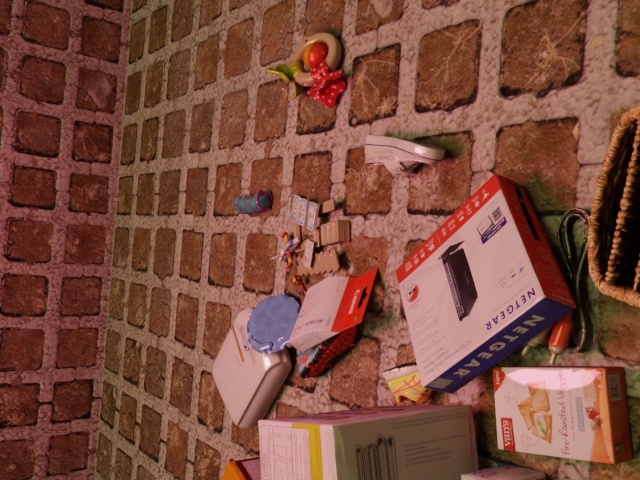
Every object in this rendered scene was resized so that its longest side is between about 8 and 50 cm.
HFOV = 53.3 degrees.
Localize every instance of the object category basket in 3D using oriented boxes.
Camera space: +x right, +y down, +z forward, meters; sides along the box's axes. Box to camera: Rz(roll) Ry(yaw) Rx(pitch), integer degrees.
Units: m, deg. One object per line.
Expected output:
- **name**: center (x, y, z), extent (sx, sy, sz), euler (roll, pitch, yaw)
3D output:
- **basket**: center (0.500, -0.056, 0.965), extent (0.214, 0.223, 0.299), euler (18, 101, 52)

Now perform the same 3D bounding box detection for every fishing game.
- **fishing game**: center (-0.129, 0.241, 1.826), extent (0.264, 0.041, 0.189), euler (-36, 49, 4)

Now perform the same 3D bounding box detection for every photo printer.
- **photo printer**: center (-0.209, 0.375, 1.939), extent (0.256, 0.107, 0.307), euler (55, 128, 40)

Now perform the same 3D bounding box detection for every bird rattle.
- **bird rattle**: center (-0.021, -0.492, 1.786), extent (0.254, 0.143, 0.206), euler (15, 82, 49)

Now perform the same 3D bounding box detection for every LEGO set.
- **LEGO set**: center (-0.076, -0.002, 1.825), extent (0.182, 0.060, 0.244), euler (29, 113, 62)

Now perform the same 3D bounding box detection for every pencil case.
- **pencil case**: center (-0.218, -0.122, 2.044), extent (0.152, 0.065, 0.070), euler (-4, 108, 52)

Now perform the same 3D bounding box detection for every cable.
- **cable**: center (0.441, 0.086, 1.146), extent (0.139, 0.072, 0.287), euler (30, 110, 53)

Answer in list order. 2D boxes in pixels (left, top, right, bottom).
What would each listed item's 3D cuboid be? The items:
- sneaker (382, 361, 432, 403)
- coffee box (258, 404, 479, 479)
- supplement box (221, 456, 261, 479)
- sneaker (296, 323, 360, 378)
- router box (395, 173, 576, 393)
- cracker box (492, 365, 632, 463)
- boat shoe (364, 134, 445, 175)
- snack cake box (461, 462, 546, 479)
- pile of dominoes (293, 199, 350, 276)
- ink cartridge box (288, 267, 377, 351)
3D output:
- **sneaker**: center (0.229, 0.312, 1.408), extent (0.208, 0.082, 0.094), euler (-29, 74, 52)
- **coffee box**: center (0.095, 0.524, 1.307), extent (0.334, 0.338, 0.337), euler (-24, 67, 58)
- **supplement box**: center (-0.175, 0.722, 1.783), extent (0.129, 0.194, 0.191), euler (42, 118, 46)
- **sneaker**: center (0.002, 0.257, 1.681), extent (0.262, 0.104, 0.125), euler (-50, 47, 37)
- **router box**: center (0.303, 0.089, 1.260), extent (0.335, 0.082, 0.301), euler (-49, 34, 37)
- **cracker box**: center (0.426, 0.305, 1.147), extent (0.232, 0.067, 0.155), euler (-15, 74, 52)
- **boat shoe**: center (0.188, -0.195, 1.497), extent (0.268, 0.096, 0.088), euler (22, 107, 53)
- **snack cake box**: center (0.335, 0.560, 1.168), extent (0.089, 0.152, 0.264), euler (-4, 83, 53)
- **pile of dominoes**: center (0.000, 0.000, 1.787), extent (0.251, 0.040, 0.195), euler (-15, 74, 60)
- **ink cartridge box**: center (0.029, 0.161, 1.609), extent (0.232, 0.066, 0.189), euler (-39, 21, 43)
